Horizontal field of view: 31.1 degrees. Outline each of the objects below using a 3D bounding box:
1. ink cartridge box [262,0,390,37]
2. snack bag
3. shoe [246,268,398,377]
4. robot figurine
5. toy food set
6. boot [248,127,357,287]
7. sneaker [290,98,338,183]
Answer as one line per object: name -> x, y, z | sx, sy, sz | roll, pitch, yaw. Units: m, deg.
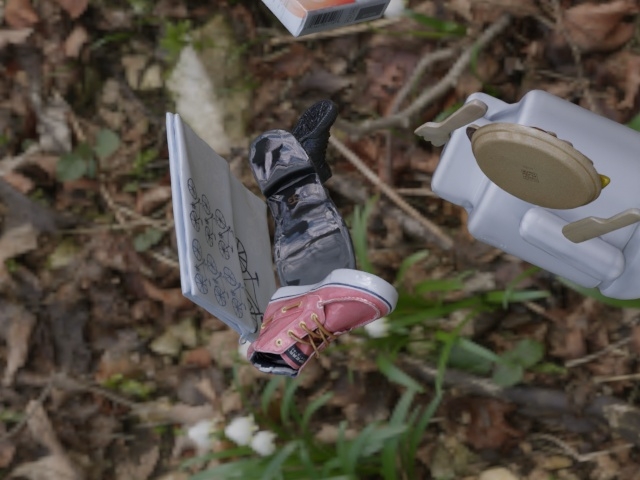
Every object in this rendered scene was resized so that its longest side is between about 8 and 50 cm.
ink cartridge box -> -0.022, -0.320, 1.345 | 0.179, 0.145, 0.045 | 52, 137, 18
snack bag -> -0.138, 0.007, 1.804 | 0.037, 0.342, 0.323 | -19, 59, 16
shoe -> -0.001, 0.081, 1.059 | 0.178, 0.063, 0.081 | -15, 43, 54
robot figurine -> 0.319, -0.054, 1.412 | 0.300, 0.353, 0.200 | -61, -6, -54
toy food set -> 0.191, -0.072, 1.025 | 0.038, 0.192, 0.132 | -62, 13, -19
boot -> 0.000, 0.000, 1.387 | 0.229, 0.091, 0.263 | 56, -164, -68
sneaker -> -0.012, -0.120, 1.657 | 0.170, 0.089, 0.051 | -48, 38, 17
